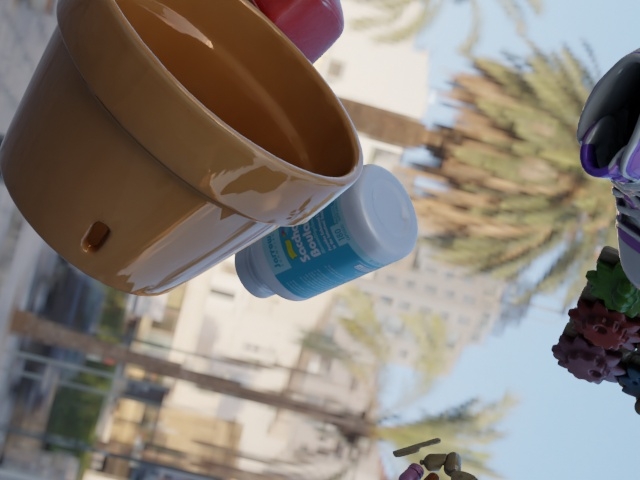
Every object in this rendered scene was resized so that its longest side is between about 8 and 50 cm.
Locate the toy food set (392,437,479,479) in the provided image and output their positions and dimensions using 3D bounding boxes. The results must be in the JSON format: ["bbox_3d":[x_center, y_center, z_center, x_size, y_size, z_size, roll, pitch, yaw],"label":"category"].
[{"bbox_3d":[0.123,0.258,1.523,0.122,0.078,0.019,-124,-158,-58],"label":"toy food set"}]

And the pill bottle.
[{"bbox_3d":[0.000,0.000,2.081,0.264,0.146,0.146,-25,-139,34],"label":"pill bottle"}]

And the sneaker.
[{"bbox_3d":[0.274,-0.056,1.251,0.102,0.161,0.282,36,-43,39],"label":"sneaker"}]

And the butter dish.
[{"bbox_3d":[-0.027,-0.255,1.433,0.160,0.118,0.160,58,3,26],"label":"butter dish"}]

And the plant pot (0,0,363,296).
[{"bbox_3d":[-0.137,-0.091,1.227,0.203,0.291,0.291,-44,-158,21],"label":"plant pot"}]

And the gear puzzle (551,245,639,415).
[{"bbox_3d":[0.347,0.087,1.477,0.339,0.176,0.044,99,17,-58],"label":"gear puzzle"}]
